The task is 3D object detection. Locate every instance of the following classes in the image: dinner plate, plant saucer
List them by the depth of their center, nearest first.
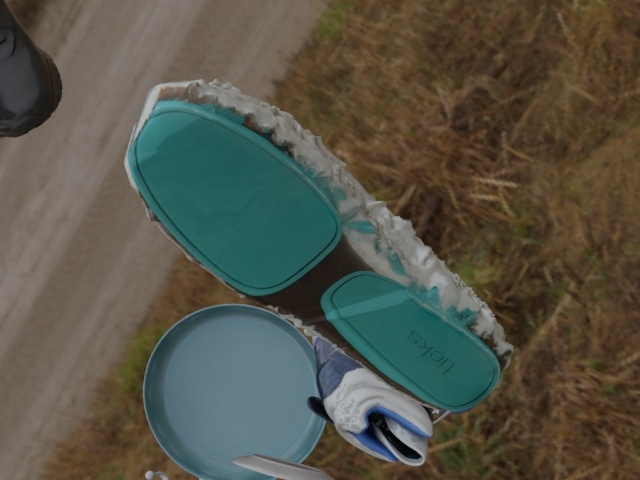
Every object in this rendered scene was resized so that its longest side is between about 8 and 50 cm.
[{"bbox_3d":[-0.040,0.283,1.358,0.141,0.141,0.017,4,76,52],"label":"dinner plate"},{"bbox_3d":[-0.141,0.260,1.872,0.317,0.318,0.044,-56,-1,10],"label":"plant saucer"}]

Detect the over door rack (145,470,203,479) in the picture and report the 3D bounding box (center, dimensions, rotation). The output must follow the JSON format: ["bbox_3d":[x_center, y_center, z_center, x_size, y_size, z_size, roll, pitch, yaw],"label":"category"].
[{"bbox_3d":[-0.266,0.539,2.014,0.240,0.108,0.324,-26,41,35],"label":"over door rack"}]

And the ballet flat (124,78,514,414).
[{"bbox_3d":[0.000,0.000,0.915,0.147,0.409,0.147,-35,31,24],"label":"ballet flat"}]

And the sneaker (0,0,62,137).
[{"bbox_3d":[-0.355,-0.221,1.093,0.109,0.130,0.286,-33,65,-4],"label":"sneaker"}]

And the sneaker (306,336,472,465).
[{"bbox_3d":[0.131,0.245,1.560,0.130,0.323,0.236,-48,35,24],"label":"sneaker"}]
